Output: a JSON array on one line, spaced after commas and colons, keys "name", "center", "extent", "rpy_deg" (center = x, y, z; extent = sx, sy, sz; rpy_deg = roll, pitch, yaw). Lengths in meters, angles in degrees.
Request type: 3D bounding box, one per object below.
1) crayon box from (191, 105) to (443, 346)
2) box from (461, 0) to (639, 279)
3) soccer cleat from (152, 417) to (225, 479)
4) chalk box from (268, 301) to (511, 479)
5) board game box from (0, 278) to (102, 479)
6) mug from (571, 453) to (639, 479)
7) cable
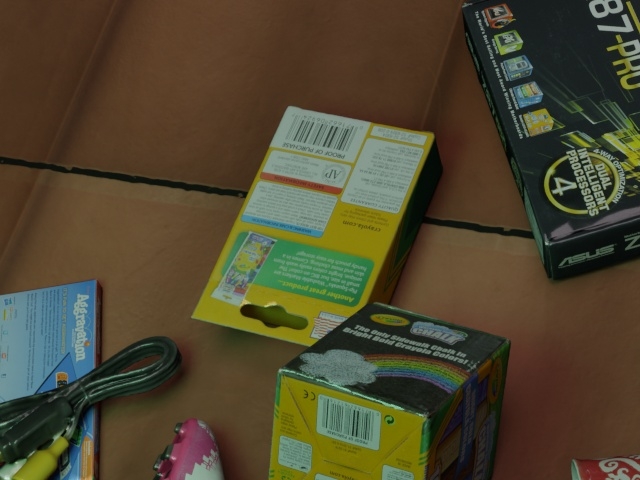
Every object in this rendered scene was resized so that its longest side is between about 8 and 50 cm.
[{"name": "crayon box", "center": [0.000, 0.000, 2.084], "extent": [0.203, 0.083, 0.323], "rpy_deg": [13, 61, 21]}, {"name": "box", "center": [0.375, -0.167, 2.095], "extent": [0.318, 0.097, 0.395], "rpy_deg": [-14, 55, 1]}, {"name": "soccer cleat", "center": [-0.132, 0.335, 1.871], "extent": [0.143, 0.116, 0.331], "rpy_deg": [23, 34, -11]}, {"name": "chalk box", "center": [0.089, 0.190, 1.849], "extent": [0.180, 0.179, 0.289], "rpy_deg": [15, 23, 24]}, {"name": "board game box", "center": [-0.340, 0.181, 2.081], "extent": [0.145, 0.027, 0.281], "rpy_deg": [-10, 56, 9]}, {"name": "mug", "center": [0.362, 0.291, 1.813], "extent": [0.169, 0.150, 0.113], "rpy_deg": [-10, 19, 2]}, {"name": "cable", "center": [-0.298, 0.205, 2.024], "extent": [0.287, 0.072, 0.139], "rpy_deg": [-34, 38, -23]}]
